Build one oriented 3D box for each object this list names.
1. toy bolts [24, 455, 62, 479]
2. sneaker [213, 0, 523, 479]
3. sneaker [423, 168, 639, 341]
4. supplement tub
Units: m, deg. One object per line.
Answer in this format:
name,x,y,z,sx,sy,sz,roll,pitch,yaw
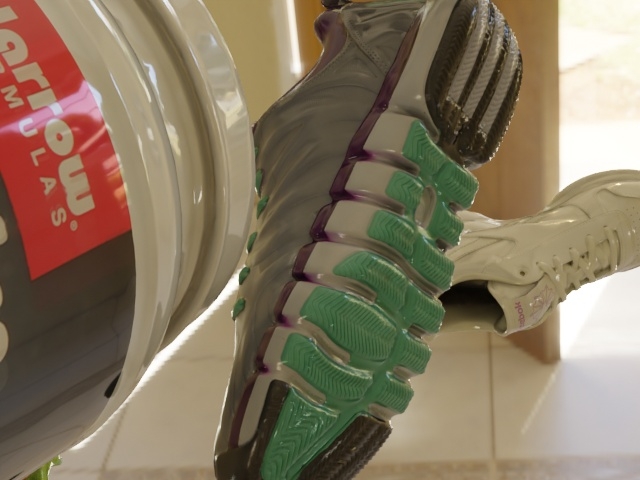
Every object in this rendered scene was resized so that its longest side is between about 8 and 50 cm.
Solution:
toy bolts,-0.373,0.272,1.326,0.218,0.158,0.228,-15,43,5
sneaker,0.000,0.000,0.544,0.098,0.083,0.223,13,70,39
sneaker,0.219,0.028,1.277,0.305,0.114,0.152,-15,37,5
supplement tub,-0.160,0.005,0.365,0.191,0.191,0.272,12,26,29
